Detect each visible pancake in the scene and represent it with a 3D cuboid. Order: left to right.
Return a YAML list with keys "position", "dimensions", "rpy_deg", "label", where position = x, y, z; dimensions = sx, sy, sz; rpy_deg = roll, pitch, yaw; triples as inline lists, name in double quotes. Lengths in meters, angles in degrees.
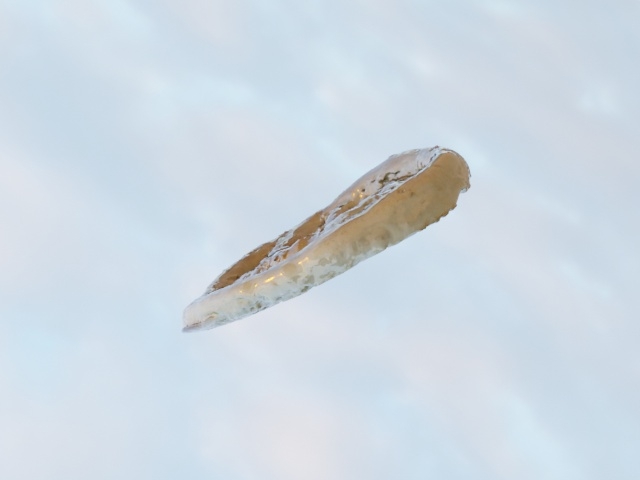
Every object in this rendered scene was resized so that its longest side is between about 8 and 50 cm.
- position: [0.001, 0.001, 0.879]
  dimensions: [0.025, 0.151, 0.151]
  rpy_deg: [58, -159, -9]
  label: "pancake"
